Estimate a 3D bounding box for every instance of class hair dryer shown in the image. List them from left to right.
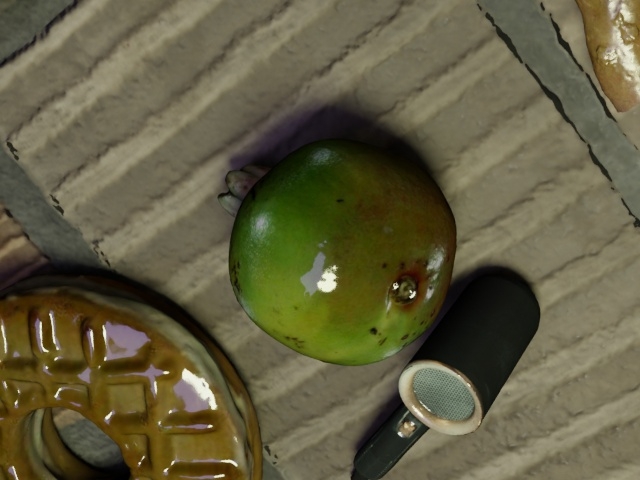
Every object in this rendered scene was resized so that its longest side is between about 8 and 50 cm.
[{"bbox_3d":[0.084,0.132,1.027,0.070,0.128,0.255,39,139,3],"label":"hair dryer"}]

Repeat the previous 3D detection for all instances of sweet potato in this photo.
[{"bbox_3d":[0.164,-0.222,0.860,0.067,0.059,0.281,-30,101,17],"label":"sweet potato"}]

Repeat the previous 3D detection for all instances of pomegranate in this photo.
[{"bbox_3d":[0.000,0.000,0.958,0.209,0.180,0.180,27,122,40],"label":"pomegranate"}]

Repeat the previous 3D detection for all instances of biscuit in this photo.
[{"bbox_3d":[-0.207,0.182,1.121,0.332,0.103,0.332,7,113,16],"label":"biscuit"}]
